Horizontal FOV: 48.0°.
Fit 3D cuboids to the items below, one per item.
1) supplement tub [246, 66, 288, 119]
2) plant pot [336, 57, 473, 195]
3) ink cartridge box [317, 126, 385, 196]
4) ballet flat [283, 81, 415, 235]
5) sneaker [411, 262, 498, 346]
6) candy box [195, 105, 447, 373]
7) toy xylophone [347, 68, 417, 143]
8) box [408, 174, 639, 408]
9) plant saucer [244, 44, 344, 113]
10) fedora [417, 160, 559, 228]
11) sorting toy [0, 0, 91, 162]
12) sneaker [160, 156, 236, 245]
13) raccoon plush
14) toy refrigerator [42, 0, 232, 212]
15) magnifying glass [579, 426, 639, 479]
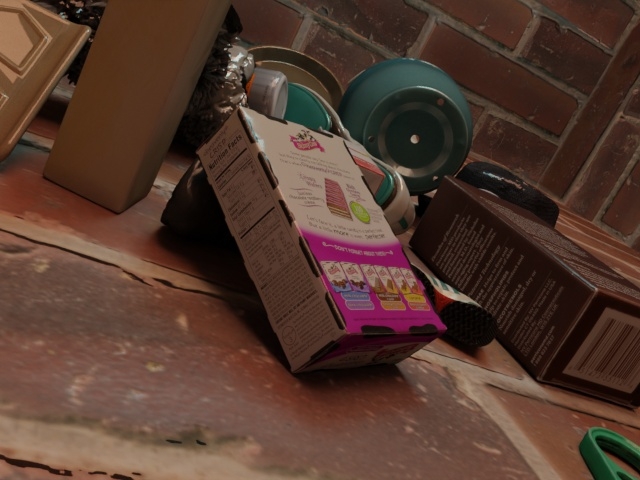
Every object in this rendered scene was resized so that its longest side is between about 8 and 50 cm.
[{"bbox_3d":[-0.157,-0.237,1.186,0.190,0.117,0.117,12,14,6],"label":"supplement tub"},{"bbox_3d":[0.162,-0.199,1.338,0.271,0.272,0.255,26,14,-5],"label":"plant pot"},{"bbox_3d":[0.018,-0.083,1.026,0.067,0.115,0.198,21,17,-18],"label":"ink cartridge box"},{"bbox_3d":[0.022,-0.130,1.216,0.139,0.139,0.400,12,26,-44],"label":"ballet flat"},{"bbox_3d":[0.133,0.074,0.854,0.161,0.057,0.075,29,-1,12],"label":"sneaker"},{"bbox_3d":[0.000,0.000,0.657,0.159,0.071,0.233,8,50,-51],"label":"candy box"},{"bbox_3d":[0.160,-0.262,1.643,0.236,0.081,0.323,37,29,-21],"label":"toy xylophone"},{"bbox_3d":[0.300,0.056,1.018,0.191,0.143,0.381,19,19,-26],"label":"box"},{"bbox_3d":[-0.079,-0.344,1.638,0.278,0.041,0.278,12,48,-13],"label":"plant saucer"},{"bbox_3d":[0.373,-0.060,1.485,0.334,0.152,0.334,25,16,-8],"label":"fedora"},{"bbox_3d":[-0.359,-0.222,0.722,0.229,0.041,0.307,23,51,-10],"label":"sorting toy"},{"bbox_3d":[-0.056,-0.035,0.782,0.130,0.109,0.286,39,20,17],"label":"sneaker"},{"bbox_3d":[-0.285,-0.213,0.963,0.446,0.299,0.216,-14,49,-19],"label":"raccoon plush"},{"bbox_3d":[-0.174,-0.173,0.705,0.094,0.269,0.102,27,16,-4],"label":"toy refrigerator"},{"bbox_3d":[0.273,0.222,0.644,0.092,0.026,0.231,33,17,20],"label":"magnifying glass"}]
